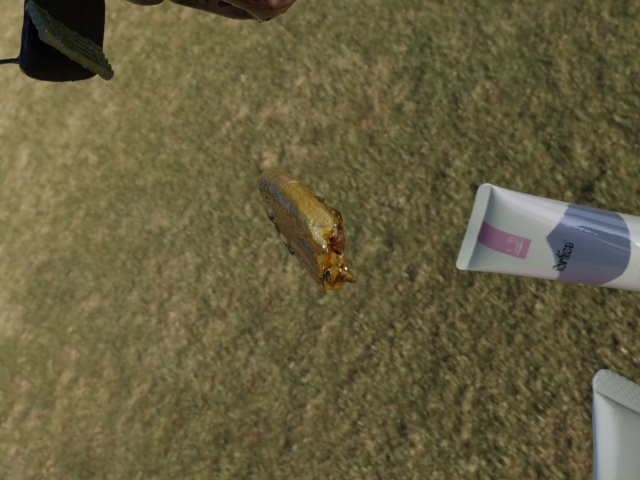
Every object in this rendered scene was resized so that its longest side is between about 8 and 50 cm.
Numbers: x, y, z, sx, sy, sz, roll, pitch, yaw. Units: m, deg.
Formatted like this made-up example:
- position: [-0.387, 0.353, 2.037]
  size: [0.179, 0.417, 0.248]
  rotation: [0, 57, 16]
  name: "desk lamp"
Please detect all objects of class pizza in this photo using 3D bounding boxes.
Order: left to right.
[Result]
- position: [0.000, -0.001, 1.194]
  size: [0.069, 0.194, 0.154]
  rotation: [-39, 45, -13]
  name: "pizza"

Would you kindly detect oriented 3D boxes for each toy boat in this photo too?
- position: [-0.292, -0.232, 1.062]
  size: [0.016, 0.115, 0.063]
  rotation: [-41, 58, 13]
  name: "toy boat"

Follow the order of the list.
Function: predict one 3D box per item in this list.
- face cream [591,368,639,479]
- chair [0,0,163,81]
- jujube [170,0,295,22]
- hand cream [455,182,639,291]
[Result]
- position: [0.126, 0.158, 0.285]
  size: [0.070, 0.114, 0.224]
  rotation: [-31, 37, 47]
  name: "face cream"
- position: [-0.309, -0.262, 1.096]
  size: [0.221, 0.140, 0.145]
  rotation: [17, 105, 33]
  name: "chair"
- position: [-0.049, -0.227, 0.458]
  size: [0.168, 0.168, 0.237]
  rotation: [-6, 77, 44]
  name: "jujube"
- position: [0.413, 0.007, 1.476]
  size: [0.358, 0.186, 0.118]
  rotation: [8, 44, 0]
  name: "hand cream"
